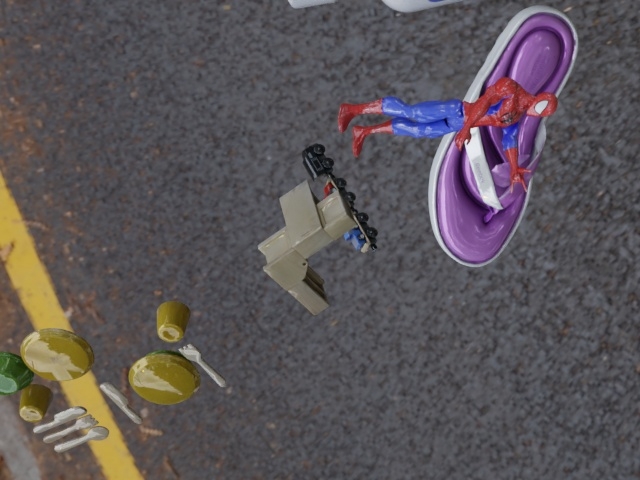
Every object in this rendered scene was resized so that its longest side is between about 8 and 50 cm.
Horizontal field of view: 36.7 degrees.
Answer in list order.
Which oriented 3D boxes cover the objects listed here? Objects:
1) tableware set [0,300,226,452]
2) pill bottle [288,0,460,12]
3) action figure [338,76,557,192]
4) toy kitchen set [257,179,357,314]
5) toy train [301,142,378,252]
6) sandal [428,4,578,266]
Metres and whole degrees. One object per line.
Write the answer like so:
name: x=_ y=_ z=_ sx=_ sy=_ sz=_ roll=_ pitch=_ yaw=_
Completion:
tableware set: x=-0.149 y=0.085 z=0.652 sx=0.154 sy=0.024 sz=0.104 roll=-24 pitch=125 yaw=18
pill bottle: x=0.101 y=-0.238 z=0.639 sx=0.272 sy=0.152 sz=0.152 roll=-10 pitch=103 yaw=7
action figure: x=0.166 y=-0.130 z=1.246 sx=0.281 sy=0.091 sz=0.139 roll=-9 pitch=59 yaw=20
toy kitchen set: x=0.000 y=0.000 z=0.816 sx=0.083 sy=0.068 sz=0.075 roll=-34 pitch=129 yaw=14
toy train: x=0.021 y=-0.051 z=1.180 sx=0.158 sy=0.036 sz=0.027 roll=59 pitch=157 yaw=17
sandal: x=0.277 y=-0.153 z=1.467 sx=0.169 sy=0.102 sz=0.416 roll=13 pitch=103 yaw=-12
